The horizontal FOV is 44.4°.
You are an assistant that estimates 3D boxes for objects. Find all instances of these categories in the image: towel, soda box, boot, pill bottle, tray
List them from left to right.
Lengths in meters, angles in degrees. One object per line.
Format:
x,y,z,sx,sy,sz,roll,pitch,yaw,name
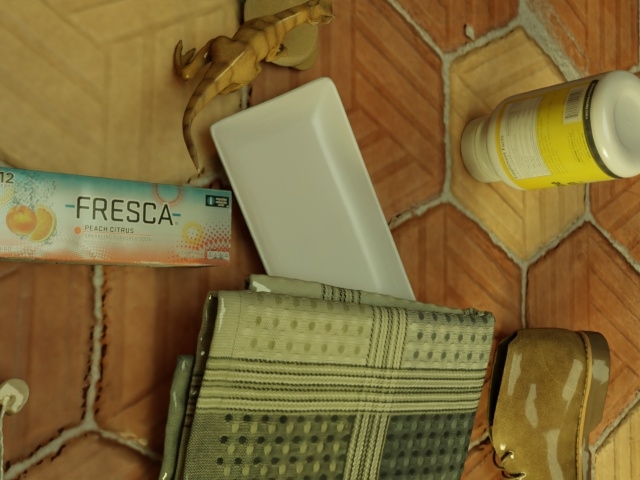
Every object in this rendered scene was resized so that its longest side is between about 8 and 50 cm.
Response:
-0.158,-0.013,0.580,0.183,0.058,0.063,4,84,-37,soda box
0.000,0.000,0.715,0.145,0.030,0.271,-30,105,-33,tray
0.005,0.195,0.676,0.324,0.056,0.312,10,94,-38,towel
0.228,0.244,0.849,0.115,0.112,0.306,7,86,-6,boot
0.237,-0.106,0.802,0.103,0.184,0.103,3,86,-37,pill bottle

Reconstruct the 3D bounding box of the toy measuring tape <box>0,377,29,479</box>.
-0.169,0.260,0.529,0.121,0.121,0.330,6,74,-36,toy measuring tape

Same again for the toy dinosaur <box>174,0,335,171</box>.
-0.073,-0.138,0.617,0.064,0.112,0.211,52,60,-23,toy dinosaur

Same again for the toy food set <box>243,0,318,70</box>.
-0.035,-0.197,0.708,0.083,0.020,0.083,-1,87,-36,toy food set
